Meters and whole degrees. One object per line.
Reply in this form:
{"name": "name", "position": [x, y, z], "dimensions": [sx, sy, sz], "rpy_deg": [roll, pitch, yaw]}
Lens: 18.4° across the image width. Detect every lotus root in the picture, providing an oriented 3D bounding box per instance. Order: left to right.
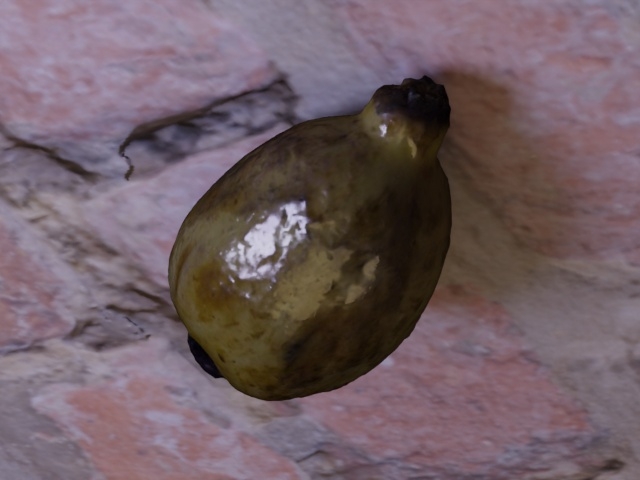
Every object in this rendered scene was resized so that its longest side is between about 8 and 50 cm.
{"name": "lotus root", "position": [0.000, 0.000, 1.043], "dimensions": [0.138, 0.138, 0.214], "rpy_deg": [18, 130, -17]}
